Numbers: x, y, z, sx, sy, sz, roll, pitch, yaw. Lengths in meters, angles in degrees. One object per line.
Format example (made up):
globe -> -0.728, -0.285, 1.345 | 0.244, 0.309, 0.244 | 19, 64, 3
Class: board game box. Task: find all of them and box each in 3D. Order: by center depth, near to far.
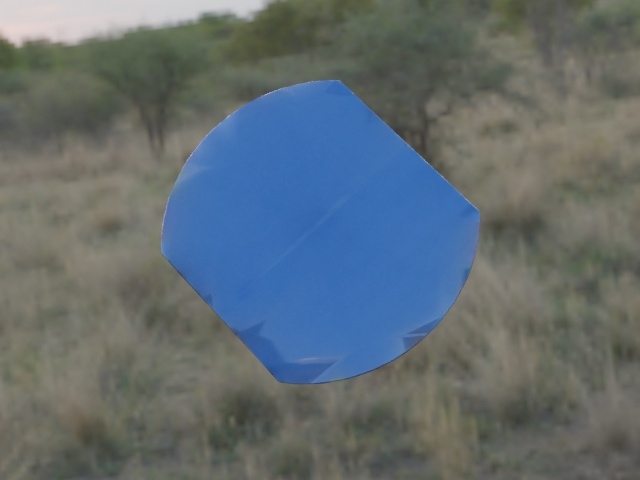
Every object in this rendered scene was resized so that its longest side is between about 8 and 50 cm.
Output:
board game box -> 0.000, 0.000, 0.850 | 0.133, 0.169, 0.033 | -43, -25, -5
